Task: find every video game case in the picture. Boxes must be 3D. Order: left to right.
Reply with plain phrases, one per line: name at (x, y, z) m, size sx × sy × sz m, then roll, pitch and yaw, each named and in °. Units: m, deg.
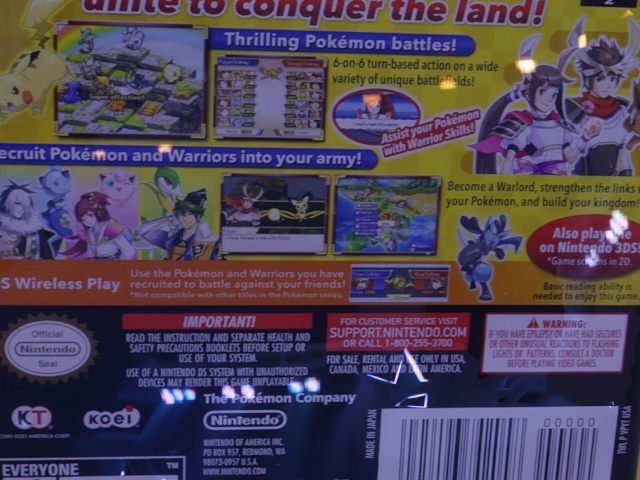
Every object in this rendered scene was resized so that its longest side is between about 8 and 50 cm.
video game case at (0.000, 0.000, 0.503) m, size 0.275 × 0.248 × 0.035 m, roll 0°, pitch 16°, yaw -9°
